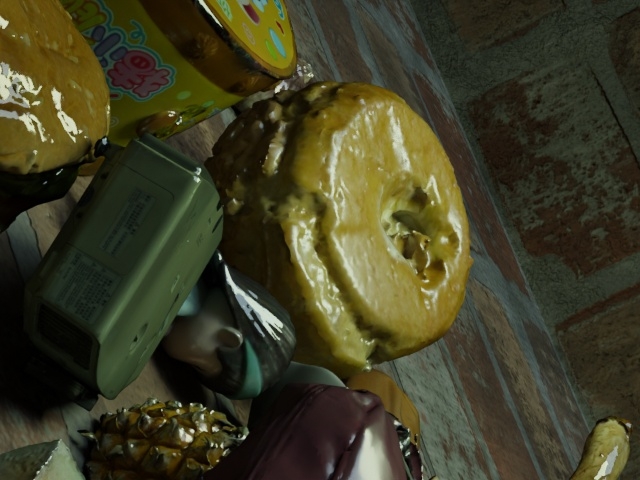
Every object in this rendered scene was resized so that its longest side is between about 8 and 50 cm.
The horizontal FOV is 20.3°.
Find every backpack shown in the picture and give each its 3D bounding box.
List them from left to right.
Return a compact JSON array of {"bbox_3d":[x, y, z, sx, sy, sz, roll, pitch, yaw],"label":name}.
[{"bbox_3d":[-0.009,0.257,1.265,0.317,0.197,0.283,-60,147,-39],"label":"backpack"}]

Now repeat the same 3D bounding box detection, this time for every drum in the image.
[{"bbox_3d":[-0.213,-0.286,1.647,0.431,0.214,0.431,56,15,-24],"label":"drum"}]

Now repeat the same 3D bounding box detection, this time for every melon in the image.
[{"bbox_3d":[-0.171,0.230,1.217,0.098,0.054,0.182,-84,152,-53],"label":"melon"}]

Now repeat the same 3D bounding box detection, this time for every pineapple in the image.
[{"bbox_3d":[-0.087,0.186,1.409,0.176,0.137,0.161,45,24,-54],"label":"pineapple"}]

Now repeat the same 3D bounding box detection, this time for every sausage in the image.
[{"bbox_3d":[0.040,0.214,1.857,0.241,0.120,0.136,-64,138,-73],"label":"sausage"}]

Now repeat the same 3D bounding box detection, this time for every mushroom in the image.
[{"bbox_3d":[0.216,0.318,2.013,0.208,0.301,0.233,27,8,-9],"label":"mushroom"}]

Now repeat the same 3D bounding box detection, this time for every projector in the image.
[{"bbox_3d":[-0.155,0.029,1.352,0.088,0.193,0.269,30,-9,5],"label":"projector"}]

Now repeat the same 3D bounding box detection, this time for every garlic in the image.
[{"bbox_3d":[-0.052,-0.190,2.279,0.147,0.102,0.159,66,15,6],"label":"garlic"}]

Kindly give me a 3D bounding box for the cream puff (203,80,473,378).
[{"bbox_3d":[0.000,0.000,1.853,0.327,0.231,0.343,52,46,-33],"label":"cream puff"}]

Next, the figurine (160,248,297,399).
[{"bbox_3d":[-0.120,0.042,1.627,0.245,0.110,0.138,50,6,-23],"label":"figurine"}]

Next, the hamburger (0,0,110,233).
[{"bbox_3d":[-0.247,-0.105,1.307,0.209,0.162,0.330,53,13,-31],"label":"hamburger"}]

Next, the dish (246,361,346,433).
[{"bbox_3d":[-0.021,0.206,1.657,0.066,0.191,0.190,-22,84,-34],"label":"dish"}]
